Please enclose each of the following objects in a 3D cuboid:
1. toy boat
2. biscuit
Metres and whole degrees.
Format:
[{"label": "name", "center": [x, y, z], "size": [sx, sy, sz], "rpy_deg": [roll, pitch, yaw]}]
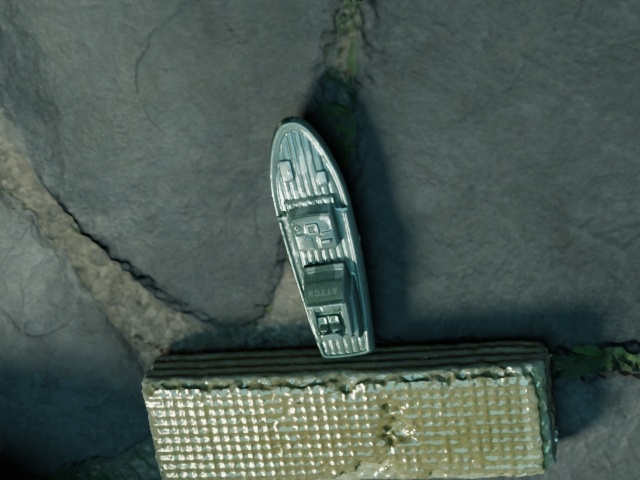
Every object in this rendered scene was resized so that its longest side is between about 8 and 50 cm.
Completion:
[{"label": "toy boat", "center": [0.000, 0.000, 1.537], "size": [0.078, 0.085, 0.260], "rpy_deg": [-8, 111, 15]}, {"label": "biscuit", "center": [0.031, 0.183, 1.616], "size": [0.426, 0.078, 0.144], "rpy_deg": [-4, 114, 13]}]
